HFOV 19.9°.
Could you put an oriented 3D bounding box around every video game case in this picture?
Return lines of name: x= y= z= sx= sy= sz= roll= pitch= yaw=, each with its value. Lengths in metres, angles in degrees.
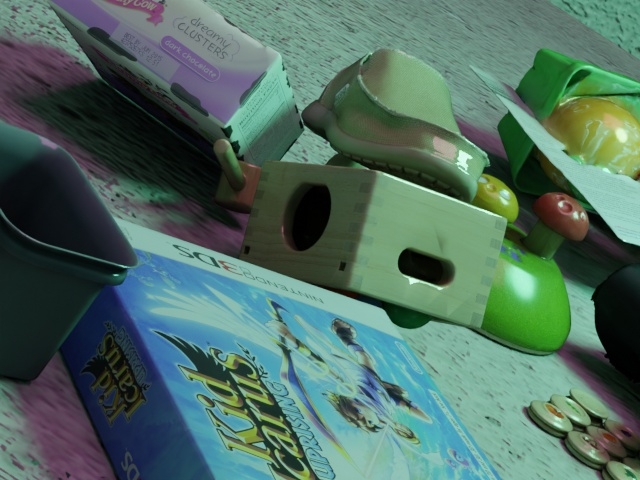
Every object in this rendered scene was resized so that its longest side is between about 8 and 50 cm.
video game case: x=-0.017 y=0.102 z=1.036 sx=0.244 sy=0.061 sz=0.269 roll=19 pitch=22 yaw=-34

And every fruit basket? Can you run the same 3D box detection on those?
fruit basket: x=0.343 y=-0.051 z=1.919 sx=0.327 sy=0.165 sz=0.353 roll=14 pitch=31 yaw=-33

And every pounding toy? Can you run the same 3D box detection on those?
pounding toy: x=-0.011 y=-0.003 z=1.289 sx=0.181 sy=0.094 sz=0.206 roll=18 pitch=-6 yaw=-38
pounding toy: x=0.134 y=-0.018 z=1.534 sx=0.237 sy=0.110 sz=0.183 roll=41 pitch=19 yaw=23

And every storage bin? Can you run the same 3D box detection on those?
storage bin: x=-0.166 y=0.008 z=0.981 sx=0.098 sy=0.091 sz=0.135 roll=18 pitch=24 yaw=-40

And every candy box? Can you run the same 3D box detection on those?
candy box: x=-0.103 y=-0.131 z=1.378 sx=0.165 sy=0.070 sz=0.196 roll=36 pitch=-6 yaw=11

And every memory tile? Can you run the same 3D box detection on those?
memory tile: x=0.228 y=0.163 z=1.372 sx=0.148 sy=0.012 sz=0.113 roll=40 pitch=19 yaw=24

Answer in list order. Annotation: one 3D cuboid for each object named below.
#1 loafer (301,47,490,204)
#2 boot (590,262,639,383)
loafer: x=0.058 y=-0.095 z=1.386 sx=0.102 sy=0.092 sz=0.268 roll=28 pitch=4 yaw=-23
boot: x=0.283 y=0.098 z=1.472 sx=0.246 sy=0.094 sz=0.207 roll=31 pitch=15 yaw=-51
